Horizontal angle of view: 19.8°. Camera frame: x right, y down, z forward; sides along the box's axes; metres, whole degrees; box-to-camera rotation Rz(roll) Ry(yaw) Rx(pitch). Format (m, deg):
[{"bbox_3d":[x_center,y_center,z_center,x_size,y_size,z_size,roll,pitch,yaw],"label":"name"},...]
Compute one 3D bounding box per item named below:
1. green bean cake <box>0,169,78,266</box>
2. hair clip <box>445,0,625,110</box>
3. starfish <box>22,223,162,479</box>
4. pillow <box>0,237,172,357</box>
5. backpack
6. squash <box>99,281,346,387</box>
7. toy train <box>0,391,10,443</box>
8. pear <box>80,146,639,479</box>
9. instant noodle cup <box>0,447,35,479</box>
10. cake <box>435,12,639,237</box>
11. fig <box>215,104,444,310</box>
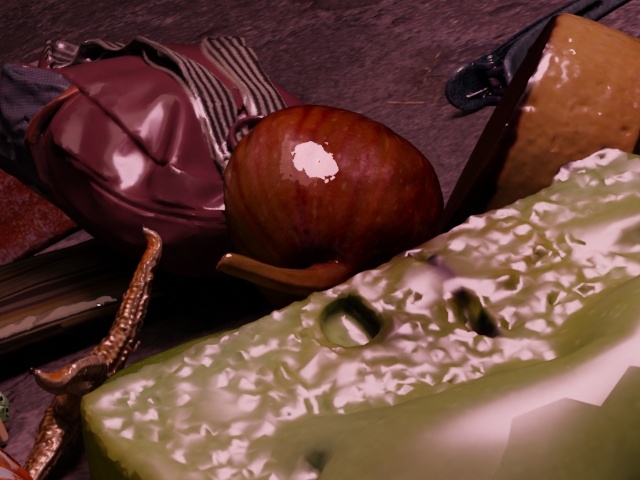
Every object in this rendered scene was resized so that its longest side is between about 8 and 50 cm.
[{"bbox_3d":[-0.317,-0.054,1.884,0.135,0.136,0.056,-29,20,-12],"label":"green bean cake"},{"bbox_3d":[0.227,-0.204,1.819,0.083,0.048,0.275,-9,23,44],"label":"hair clip"},{"bbox_3d":[-0.176,0.107,1.373,0.050,0.138,0.247,22,35,3],"label":"starfish"},{"bbox_3d":[-0.236,0.047,1.665,0.208,0.052,0.212,-16,16,-2],"label":"pillow"},{"bbox_3d":[-0.113,-0.075,1.598,0.283,0.197,0.317,-1,17,-31],"label":"backpack"},{"bbox_3d":[-0.026,0.089,1.292,0.292,0.082,0.082,-21,20,12],"label":"squash"},{"bbox_3d":[-0.310,0.154,1.480,0.138,0.050,0.087,-14,19,22],"label":"toy train"},{"bbox_3d":[0.104,0.140,0.844,0.342,0.239,0.318,-24,31,-20],"label":"pear"},{"bbox_3d":[-0.177,0.218,1.021,0.193,0.193,0.212,-35,32,-30],"label":"instant noodle cup"},{"bbox_3d":[0.201,-0.046,1.306,0.208,0.178,0.185,-57,5,49],"label":"cake"},{"bbox_3d":[0.006,0.001,1.372,0.175,0.175,0.207,-18,31,13],"label":"fig"}]
